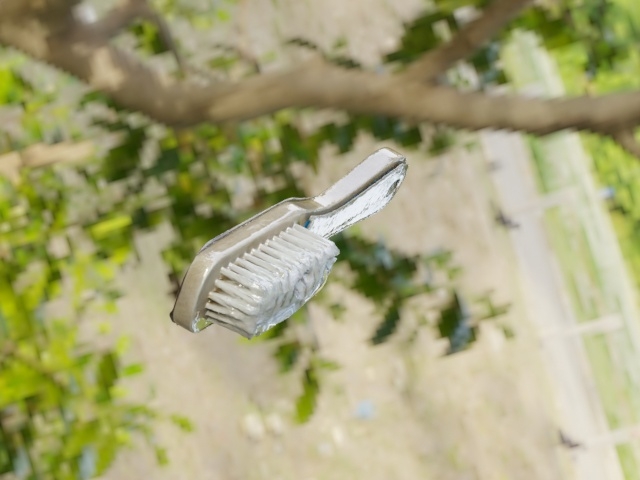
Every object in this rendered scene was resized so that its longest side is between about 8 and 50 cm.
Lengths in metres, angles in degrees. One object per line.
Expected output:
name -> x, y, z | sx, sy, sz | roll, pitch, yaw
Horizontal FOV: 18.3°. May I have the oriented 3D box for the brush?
brush -> 0.000, 0.000, 1.485 | 0.327, 0.065, 0.070 | -34, 147, -57
